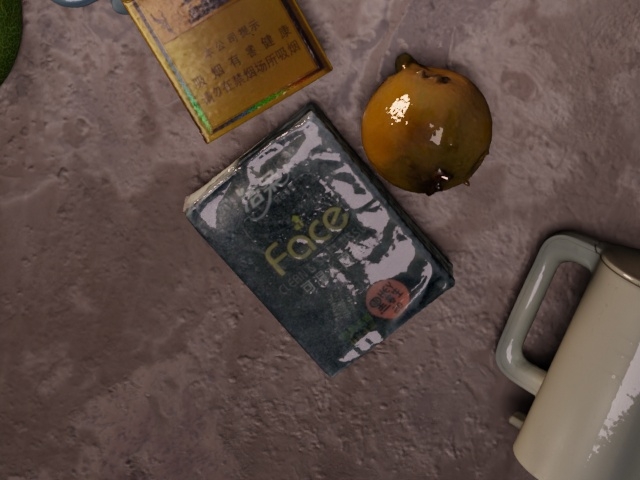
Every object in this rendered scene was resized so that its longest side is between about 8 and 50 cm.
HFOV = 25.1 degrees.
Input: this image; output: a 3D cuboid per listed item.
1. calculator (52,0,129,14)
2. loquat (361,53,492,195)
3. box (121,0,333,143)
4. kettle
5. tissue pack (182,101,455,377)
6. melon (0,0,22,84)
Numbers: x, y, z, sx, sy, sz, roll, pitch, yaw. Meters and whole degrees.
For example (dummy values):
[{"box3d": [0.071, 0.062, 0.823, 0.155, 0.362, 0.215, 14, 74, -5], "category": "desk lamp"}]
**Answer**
[{"box3d": [-0.327, -0.412, 1.852, 0.188, 0.042, 0.302, -43, 103, 13], "category": "calculator"}, {"box3d": [0.135, -0.153, 1.875, 0.172, 0.149, 0.204, -24, 73, 30], "category": "loquat"}, {"box3d": [-0.142, -0.302, 1.834, 0.193, 0.084, 0.301, -31, 109, -3], "category": "box"}, {"box3d": [0.396, 0.173, 1.966, 0.205, 0.265, 0.318, 7, 112, -34], "category": "kettle"}, {"box3d": [0.000, 0.000, 1.946, 0.228, 0.103, 0.316, -38, 104, 11], "category": "tissue pack"}, {"box3d": [-0.510, -0.244, 1.871, 0.265, 0.129, 0.169, -14, 110, 5], "category": "melon"}]
